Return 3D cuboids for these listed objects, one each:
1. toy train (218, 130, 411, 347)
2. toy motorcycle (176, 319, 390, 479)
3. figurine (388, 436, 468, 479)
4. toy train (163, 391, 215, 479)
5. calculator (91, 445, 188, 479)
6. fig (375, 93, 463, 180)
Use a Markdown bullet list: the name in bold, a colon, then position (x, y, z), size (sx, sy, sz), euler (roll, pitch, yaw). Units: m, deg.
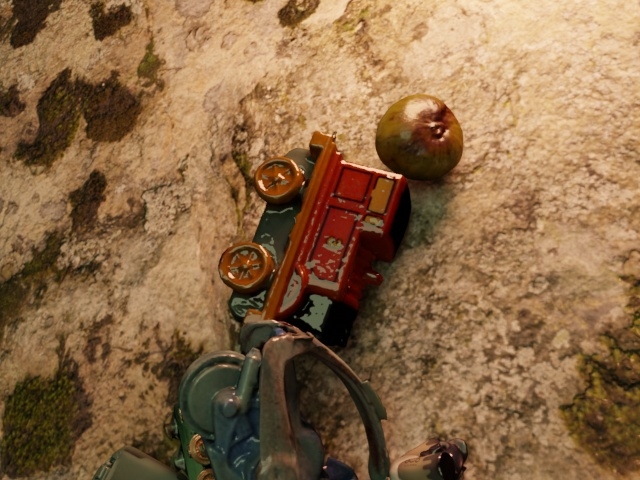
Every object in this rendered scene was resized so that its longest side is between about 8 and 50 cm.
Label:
- **toy train**: position (0.000, 0.000, 1.026), size (0.232, 0.163, 0.369), euler (14, 72, 17)
- **toy motorcycle**: position (-0.035, 0.265, 0.848), size (0.241, 0.182, 0.319), euler (-12, 101, 9)
- **figurine**: position (0.148, 0.360, 0.802), size (0.145, 0.145, 0.222), euler (-20, 78, 12)
- **toy train**: position (-0.147, 0.301, 0.963), size (0.081, 0.125, 0.194), euler (-46, 55, 45)
- **calculator**: position (-0.252, 0.407, 0.998), size (0.246, 0.045, 0.141), euler (16, 73, 27)
- **fig**: position (0.154, -0.162, 1.054), size (0.136, 0.120, 0.153), euler (9, 42, -14)
